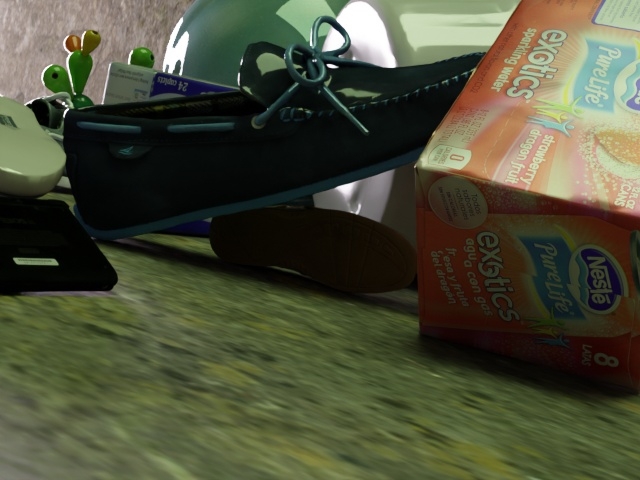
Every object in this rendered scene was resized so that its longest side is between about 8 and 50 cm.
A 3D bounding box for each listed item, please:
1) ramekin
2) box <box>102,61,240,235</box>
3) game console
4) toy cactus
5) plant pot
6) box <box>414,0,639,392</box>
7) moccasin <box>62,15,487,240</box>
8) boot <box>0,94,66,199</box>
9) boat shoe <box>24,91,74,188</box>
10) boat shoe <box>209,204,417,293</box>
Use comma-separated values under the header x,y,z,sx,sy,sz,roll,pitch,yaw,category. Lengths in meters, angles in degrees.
x,y,z,sx,sy,sz,roll,pitch,yaw,category
0.088,-0.098,1.063,0.135,0.277,0.277,2,9,-20,ramekin
-0.132,-0.079,1.042,0.126,0.137,0.072,5,10,-46,box
-0.198,0.011,0.670,0.107,0.071,0.122,49,25,26,game console
-0.273,-0.135,1.346,0.112,0.219,0.180,42,-10,46,toy cactus
-0.027,-0.133,1.288,0.293,0.293,0.196,10,33,-15,plant pot
0.186,-0.064,0.786,0.154,0.142,0.300,14,44,21,box
-0.037,-0.092,0.867,0.341,0.117,0.138,-16,13,5,moccasin
-0.218,-0.037,0.783,0.069,0.086,0.190,14,14,-22,boot
-0.276,-0.106,1.213,0.116,0.099,0.319,14,6,37,boat shoe
0.000,0.000,0.912,0.170,0.063,0.059,13,12,19,boat shoe
